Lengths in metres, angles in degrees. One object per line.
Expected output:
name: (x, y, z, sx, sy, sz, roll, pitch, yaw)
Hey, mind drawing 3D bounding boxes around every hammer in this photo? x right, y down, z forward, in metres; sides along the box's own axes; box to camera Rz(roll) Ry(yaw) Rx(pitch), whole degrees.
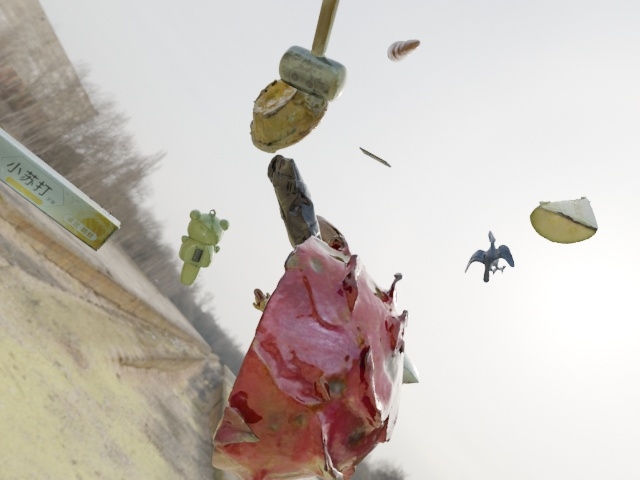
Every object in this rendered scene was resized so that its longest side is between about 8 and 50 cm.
hammer: (0.007, -0.545, 1.170, 0.202, 0.113, 0.305, 26, -60, 12)

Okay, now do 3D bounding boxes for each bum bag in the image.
bum bag: (-0.059, -0.069, 1.143, 0.144, 0.095, 0.340, -24, -99, 62)

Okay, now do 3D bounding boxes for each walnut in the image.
walnut: (0.000, 0.000, 2.062, 0.336, 0.209, 0.209, 53, -19, 5)

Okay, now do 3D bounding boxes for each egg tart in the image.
egg tart: (-0.118, -0.416, 1.376, 0.315, 0.315, 0.120, 29, -13, 46)

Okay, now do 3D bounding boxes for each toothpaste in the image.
toothpaste: (-0.514, -0.109, 0.797, 0.313, 0.071, 0.089, 45, -8, -23)

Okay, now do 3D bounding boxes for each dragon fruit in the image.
dragon fruit: (0.007, 0.194, 0.657, 0.249, 0.371, 0.386, 20, 20, 5)

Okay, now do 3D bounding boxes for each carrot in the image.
carrot: (0.189, -0.432, 0.986, 0.048, 0.048, 0.216, 56, 7, -17)

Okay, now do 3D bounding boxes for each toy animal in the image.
toy animal: (0.794, 0.082, 2.057, 0.239, 0.255, 0.176, -22, -70, 47)

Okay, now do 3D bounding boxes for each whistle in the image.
whistle: (-0.396, 0.022, 1.433, 0.131, 0.288, 0.106, 19, 21, -18)

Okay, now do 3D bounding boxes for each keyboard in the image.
keyboard: (0.245, -0.375, 1.965, 0.176, 0.014, 0.055, 39, 4, 38)

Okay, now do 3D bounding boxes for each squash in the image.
squash: (0.682, -0.080, 1.261, 0.169, 0.252, 0.093, 25, -57, 12)

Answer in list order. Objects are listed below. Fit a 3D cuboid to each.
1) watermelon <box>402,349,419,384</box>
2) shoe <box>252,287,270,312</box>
watermelon: (0.143, 0.382, 1.448, 0.320, 0.214, 0.289, 14, 12, -21)
shoe: (-0.212, 0.224, 1.594, 0.109, 0.072, 0.069, -114, -177, -46)
